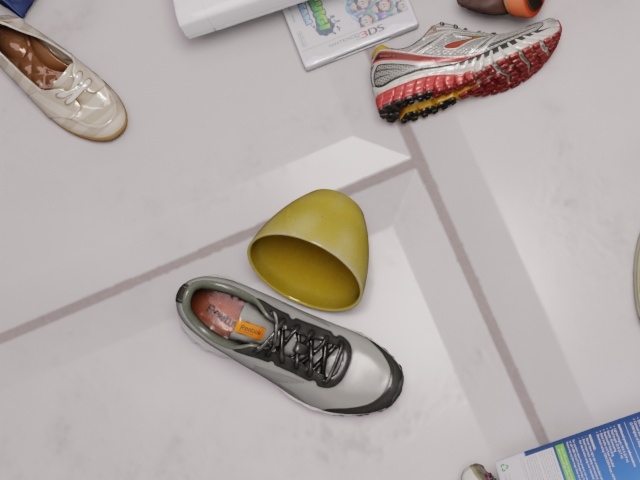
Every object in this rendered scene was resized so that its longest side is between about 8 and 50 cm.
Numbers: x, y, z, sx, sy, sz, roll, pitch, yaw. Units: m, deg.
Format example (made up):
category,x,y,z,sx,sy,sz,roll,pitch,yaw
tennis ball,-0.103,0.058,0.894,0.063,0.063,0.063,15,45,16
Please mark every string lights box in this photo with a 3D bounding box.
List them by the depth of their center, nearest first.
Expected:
category,x,y,z,sx,sy,sz,roll,pitch,yaw
string lights box,0.322,0.249,1.041,0.259,0.077,0.133,-22,54,12

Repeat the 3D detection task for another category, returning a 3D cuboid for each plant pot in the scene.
category,x,y,z,sx,sy,sz,roll,pitch,yaw
plant pot,0.000,0.000,1.138,0.134,0.134,0.095,21,59,8

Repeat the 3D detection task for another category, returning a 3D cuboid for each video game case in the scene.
category,x,y,z,sx,sy,sz,roll,pitch,yaw
video game case,0.022,-0.296,1.225,0.143,0.019,0.157,-21,80,2

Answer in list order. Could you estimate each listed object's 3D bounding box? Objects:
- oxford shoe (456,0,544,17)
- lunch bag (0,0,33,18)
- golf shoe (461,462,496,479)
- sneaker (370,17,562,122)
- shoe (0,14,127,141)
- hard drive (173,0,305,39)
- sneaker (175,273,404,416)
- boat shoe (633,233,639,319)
category,x,y,z,sx,sy,sz,roll,pitch,yaw
oxford shoe,0.224,-0.380,1.182,0.098,0.097,0.271,8,68,32
lunch bag,-0.380,-0.322,1.242,0.098,0.067,0.065,34,86,10
golf shoe,0.173,0.331,1.094,0.086,0.067,0.186,-17,81,4
sneaker,0.162,-0.212,1.166,0.225,0.088,0.093,-16,72,-1
shoe,-0.321,-0.193,1.222,0.219,0.058,0.076,38,87,9
hard drive,-0.012,-0.387,1.194,0.353,0.047,0.233,-17,66,7
sneaker,-0.040,0.116,1.127,0.271,0.108,0.100,23,83,7
boat shoe,0.411,-0.030,1.111,0.102,0.092,0.285,20,84,8
